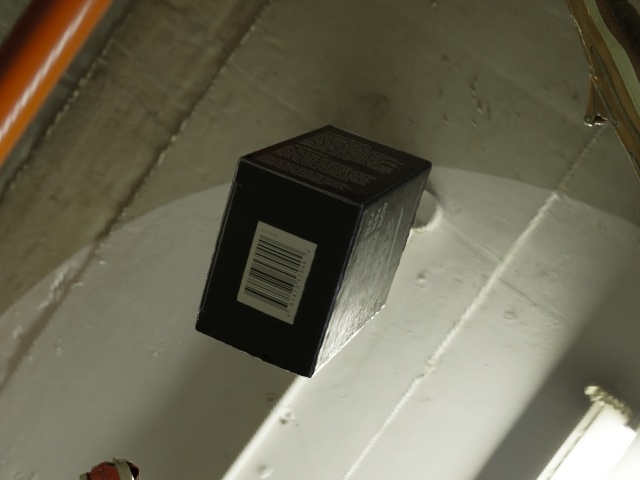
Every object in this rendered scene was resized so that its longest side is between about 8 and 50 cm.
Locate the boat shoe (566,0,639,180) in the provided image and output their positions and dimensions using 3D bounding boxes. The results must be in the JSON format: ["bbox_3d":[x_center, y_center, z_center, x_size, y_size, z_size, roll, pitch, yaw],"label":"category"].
[{"bbox_3d":[0.224,-0.111,0.781,0.072,0.068,0.190,-37,-111,39],"label":"boat shoe"}]

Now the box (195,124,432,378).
[{"bbox_3d":[0.000,0.000,0.881,0.108,0.207,0.153,22,-71,14],"label":"box"}]

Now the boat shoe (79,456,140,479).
[{"bbox_3d":[-0.184,0.218,0.942,0.043,0.137,0.049,-27,-100,-9],"label":"boat shoe"}]
